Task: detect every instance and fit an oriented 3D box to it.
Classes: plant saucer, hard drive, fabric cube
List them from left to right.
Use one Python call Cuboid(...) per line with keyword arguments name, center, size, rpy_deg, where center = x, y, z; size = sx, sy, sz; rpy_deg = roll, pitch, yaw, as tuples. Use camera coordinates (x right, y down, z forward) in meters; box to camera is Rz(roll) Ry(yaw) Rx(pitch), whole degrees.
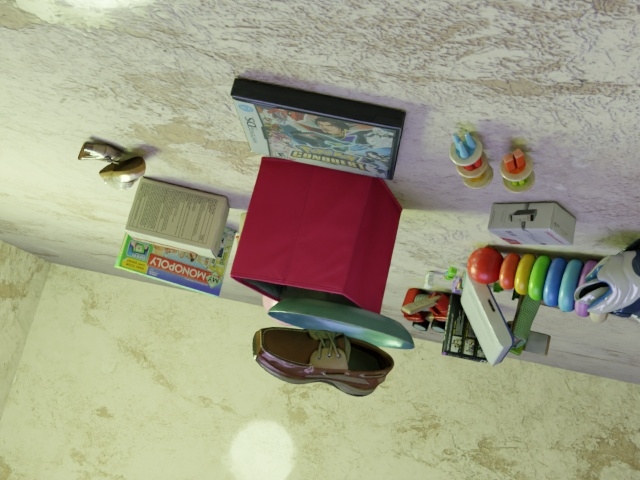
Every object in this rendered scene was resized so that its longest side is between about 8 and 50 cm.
Cuboid(name="fabric cube", center=(0.000, 0.000, 1.483), size=(0.259, 0.258, 0.254), rpy_deg=(8, 167, 23))
Cuboid(name="plant saucer", center=(0.046, 0.172, 1.500), size=(0.318, 0.043, 0.317), rpy_deg=(13, 166, 3))
Cuboid(name="hard drive", center=(0.433, 0.206, 1.868), size=(0.040, 0.210, 0.318), rpy_deg=(-22, 161, 1))

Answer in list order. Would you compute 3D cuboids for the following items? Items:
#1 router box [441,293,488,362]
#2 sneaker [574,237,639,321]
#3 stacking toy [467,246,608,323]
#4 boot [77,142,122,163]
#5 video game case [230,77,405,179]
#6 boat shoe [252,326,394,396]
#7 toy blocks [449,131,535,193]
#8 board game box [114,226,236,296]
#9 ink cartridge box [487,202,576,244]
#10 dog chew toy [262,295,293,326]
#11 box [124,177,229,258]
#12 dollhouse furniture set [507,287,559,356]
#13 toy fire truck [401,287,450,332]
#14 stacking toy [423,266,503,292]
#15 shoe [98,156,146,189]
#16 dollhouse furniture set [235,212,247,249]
Cuboid(name="router box", center=(0.432, 0.255, 2.073), size=(0.133, 0.178, 0.046), rpy_deg=(11, 162, 4))
Cuboid(name="sneaker", center=(0.642, 0.108, 1.478), size=(0.236, 0.130, 0.323), rpy_deg=(-4, 155, 9))
Cuboid(name="stacking toy", center=(0.504, 0.087, 1.652), size=(0.330, 0.141, 0.141), rpy_deg=(13, 168, 28))
Cuboid(name="boot", center=(-0.510, -0.197, 1.650), size=(0.087, 0.042, 0.118), rpy_deg=(14, 172, -27))
Cuboid(name="video game case", center=(-0.001, -0.181, 1.211), size=(0.275, 0.035, 0.248), rpy_deg=(12, 167, 5))
Cuboid(name="boat shoe", center=(0.015, 0.234, 1.492), size=(0.324, 0.122, 0.120), rpy_deg=(19, 136, -31))
Cuboid(name="toy blocks", center=(0.270, -0.128, 1.121), size=(0.123, 0.054, 0.148), rpy_deg=(8, 165, 25))
Cuboid(name="board game box", center=(-0.421, 0.023, 2.100), size=(0.317, 0.213, 0.046), rpy_deg=(20, 165, -29))
Cuboid(name="ink cartridge box", center=(0.410, -0.031, 1.378), size=(0.135, 0.056, 0.099), rpy_deg=(1, 162, 44))
Cuboid(name="dog chew toy", center=(-0.069, 0.190, 2.511), size=(0.207, 0.206, 0.332), rpy_deg=(19, 158, -23))
Cuboid(name="box", center=(-0.369, -0.056, 1.857), size=(0.232, 0.148, 0.127), rpy_deg=(14, 167, 0))
Cuboid(name="dollhouse furniture set", center=(0.582, 0.202, 1.871), size=(0.151, 0.197, 0.301), rpy_deg=(13, 168, 12))
Cuboid(name="toy fire truck", center=(0.343, 0.220, 2.347), size=(0.217, 0.158, 0.246), rpy_deg=(0, 150, 46))
Cuboid(name="stacking toy", center=(0.409, 0.117, 2.030), size=(0.167, 0.052, 0.221), rpy_deg=(14, 165, -9))
Cuboid(name="shoe", center=(-0.455, -0.154, 1.672), size=(0.219, 0.076, 0.058), rpy_deg=(7, 129, 56))
Cuboid(name="dollhouse furniture set", center=(-0.100, 0.008, 1.989), size=(0.259, 0.135, 0.262), rpy_deg=(9, 172, -35))
